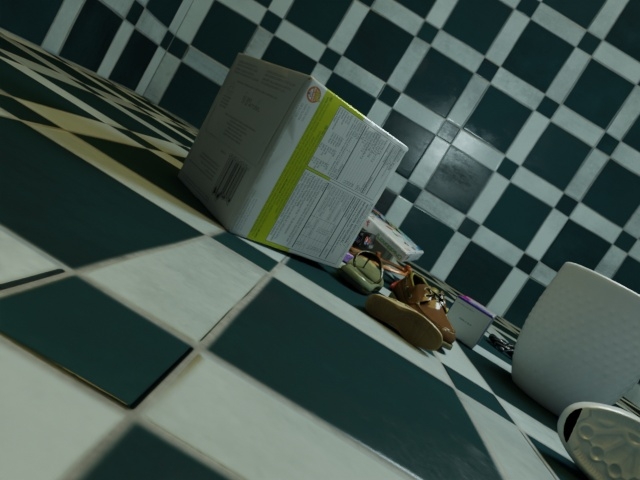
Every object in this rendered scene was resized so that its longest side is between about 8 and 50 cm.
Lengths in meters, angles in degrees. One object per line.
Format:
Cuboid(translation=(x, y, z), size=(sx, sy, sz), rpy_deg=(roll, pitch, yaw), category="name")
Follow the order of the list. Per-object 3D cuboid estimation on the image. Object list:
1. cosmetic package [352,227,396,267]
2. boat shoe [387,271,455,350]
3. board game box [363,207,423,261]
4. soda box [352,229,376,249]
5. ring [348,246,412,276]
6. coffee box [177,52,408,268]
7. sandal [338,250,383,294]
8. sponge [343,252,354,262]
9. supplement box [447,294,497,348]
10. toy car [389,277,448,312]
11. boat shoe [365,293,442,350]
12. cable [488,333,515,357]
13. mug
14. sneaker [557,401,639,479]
Cuboid(translation=(0.201, -0.010, 2.066), size=(0.309, 0.113, 0.160), rpy_deg=(35, 8, 32), category="cosmetic package")
Cuboid(translation=(0.249, 0.155, 1.113), size=(0.110, 0.105, 0.307), rpy_deg=(30, 7, -18), category="boat shoe")
Cuboid(translation=(0.273, -0.032, 1.893), size=(0.305, 0.053, 0.193), rpy_deg=(45, 22, 24), category="board game box")
Cuboid(translation=(0.147, -0.005, 1.621), size=(0.053, 0.060, 0.169), rpy_deg=(19, 3, 21), category="soda box")
Cuboid(translation=(0.206, 0.064, 1.665), size=(0.336, 0.032, 0.336), rpy_deg=(21, 4, -2), category="ring")
Cuboid(translation=(-0.073, -0.186, 1.084), size=(0.334, 0.338, 0.337), rpy_deg=(20, 13, -42), category="coffee box")
Cuboid(translation=(0.125, 0.076, 1.205), size=(0.120, 0.086, 0.303), rpy_deg=(33, 7, 7), category="sandal")
Cuboid(translation=(0.000, 0.000, 1.437), size=(0.210, 0.031, 0.117), rpy_deg=(29, 7, -18), category="sponge")
Cuboid(translation=(0.443, 0.237, 1.358), size=(0.111, 0.114, 0.220), rpy_deg=(34, 8, 24), category="supplement box")
Cuboid(translation=(0.316, 0.168, 1.533), size=(0.238, 0.053, 0.225), rpy_deg=(30, 7, -15), category="toy car")
Cuboid(translation=(0.173, 0.159, 0.927), size=(0.170, 0.063, 0.059), rpy_deg=(33, 13, 20), category="boat shoe")
Cuboid(translation=(0.679, 0.392, 1.619), size=(0.184, 0.047, 0.150), rpy_deg=(26, 3, -22), category="cable")
Cuboid(translation=(0.674, 0.280, 1.159), size=(0.374, 0.328, 0.276), rpy_deg=(27, 9, -40), category="mug")
Cuboid(translation=(0.526, 0.370, 0.800), size=(0.322, 0.130, 0.236), rpy_deg=(28, -3, 5), category="sneaker")
